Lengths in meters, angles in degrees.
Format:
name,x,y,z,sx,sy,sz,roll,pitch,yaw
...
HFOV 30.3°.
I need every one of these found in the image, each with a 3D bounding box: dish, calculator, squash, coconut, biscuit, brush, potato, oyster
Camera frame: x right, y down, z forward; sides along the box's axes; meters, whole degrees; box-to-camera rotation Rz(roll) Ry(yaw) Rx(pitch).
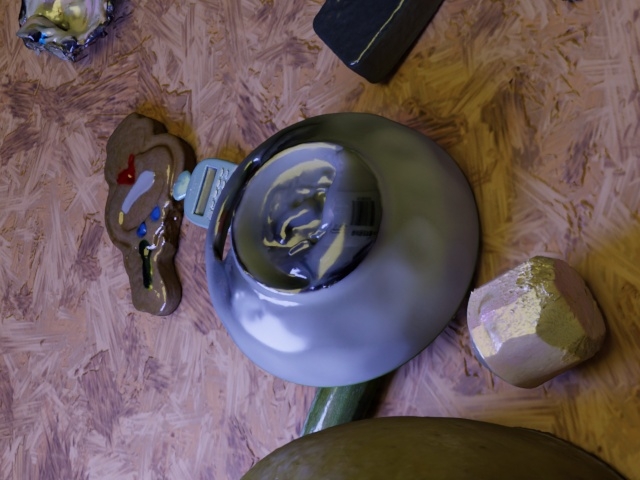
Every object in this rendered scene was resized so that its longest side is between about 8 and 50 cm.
name,x,y,z,sx,sy,sz,roll,pitch,yaw
dish,0.001,-0.012,1.286,0.324,0.124,0.324,-9,66,21
calculator,-0.137,-0.061,1.577,0.153,0.021,0.095,15,88,37
squash,0.027,0.178,1.334,0.066,0.066,0.229,32,104,45
coconut,0.200,0.083,1.146,0.122,0.116,0.116,-35,57,30
biscuit,-0.247,-0.043,1.685,0.183,0.047,0.320,-21,66,43
brush,0.079,-0.297,1.406,0.197,0.059,0.123,-55,47,18
potato,0.061,0.349,1.082,0.442,0.319,0.385,-2,78,48
oyster,-0.412,-0.378,1.912,0.259,0.092,0.198,-25,62,29
